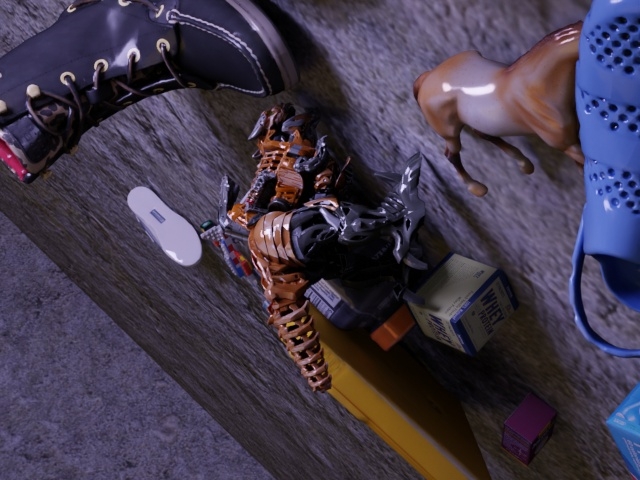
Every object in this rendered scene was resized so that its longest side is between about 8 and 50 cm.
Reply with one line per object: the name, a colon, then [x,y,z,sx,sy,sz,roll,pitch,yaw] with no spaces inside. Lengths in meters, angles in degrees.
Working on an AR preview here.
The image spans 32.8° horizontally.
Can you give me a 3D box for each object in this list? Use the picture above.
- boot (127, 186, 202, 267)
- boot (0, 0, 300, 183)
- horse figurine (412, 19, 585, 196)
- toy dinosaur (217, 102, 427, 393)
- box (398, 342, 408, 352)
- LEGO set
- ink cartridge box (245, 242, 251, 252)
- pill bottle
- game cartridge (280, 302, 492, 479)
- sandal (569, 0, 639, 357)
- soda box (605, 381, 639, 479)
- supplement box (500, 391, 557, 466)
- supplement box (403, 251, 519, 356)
boot: [-0.272,-0.015,1.965,0.190,0.069,0.086,49,170,20]
boot: [-0.225,-0.175,1.199,0.377,0.284,0.138,31,155,41]
horse figurine: [0.155,-0.100,0.882,0.263,0.066,0.174,16,151,51]
toy dinosaur: [0.000,0.000,1.151,0.164,0.218,0.322,78,-170,-81]
box: [0.052,0.141,1.602,0.184,0.045,0.191,55,161,-12]
LEGO set: [-0.124,0.062,1.767,0.244,0.060,0.182,53,166,6]
ink cartridge box: [-0.069,0.048,1.555,0.179,0.045,0.145,-103,-11,-51]
pill bottle: [0.023,0.017,1.290,0.246,0.130,0.130,45,161,6]
game cartridge: [0.073,0.174,1.366,0.324,0.052,0.285,41,-170,-12]
sandal: [0.223,-0.033,0.720,0.126,0.138,0.317,13,141,30]
soda box: [0.365,0.240,1.098,0.071,0.067,0.210,19,146,53]
supplement box: [0.255,0.233,1.335,0.043,0.055,0.083,36,159,25]
supplement box: [0.153,0.068,1.184,0.083,0.083,0.056,21,149,49]
